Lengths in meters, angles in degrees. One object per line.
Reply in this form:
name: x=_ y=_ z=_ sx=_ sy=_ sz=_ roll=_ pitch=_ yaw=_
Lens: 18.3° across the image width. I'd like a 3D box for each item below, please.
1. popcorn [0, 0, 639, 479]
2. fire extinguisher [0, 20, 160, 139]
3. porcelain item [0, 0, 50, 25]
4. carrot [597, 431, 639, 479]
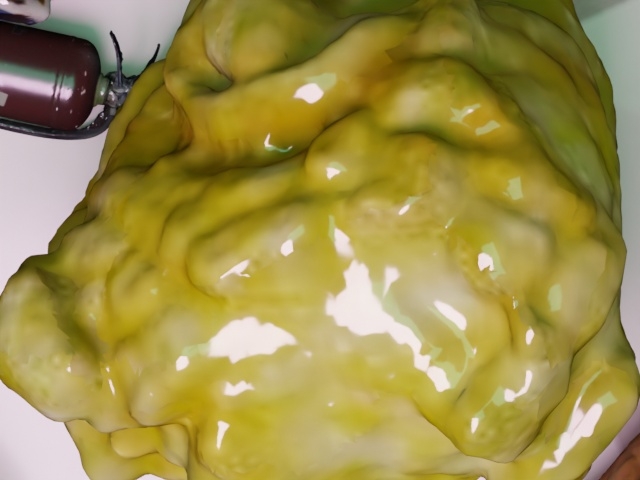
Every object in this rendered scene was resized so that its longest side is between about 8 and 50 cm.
popcorn: x=0.000 y=0.000 z=0.804 sx=0.250 sy=0.242 sz=0.235 roll=-13 pitch=105 yaw=13
fire extinguisher: x=-0.153 y=-0.077 z=0.879 sx=0.158 sy=0.043 sz=0.064 roll=13 pitch=125 yaw=-2
porcelain item: x=-0.121 y=-0.241 z=0.819 sx=0.186 sy=0.138 sz=0.288 roll=26 pitch=94 yaw=7
carrot: x=0.107 y=0.177 z=0.898 sx=0.263 sy=0.102 sz=0.102 roll=-40 pitch=96 yaw=9
